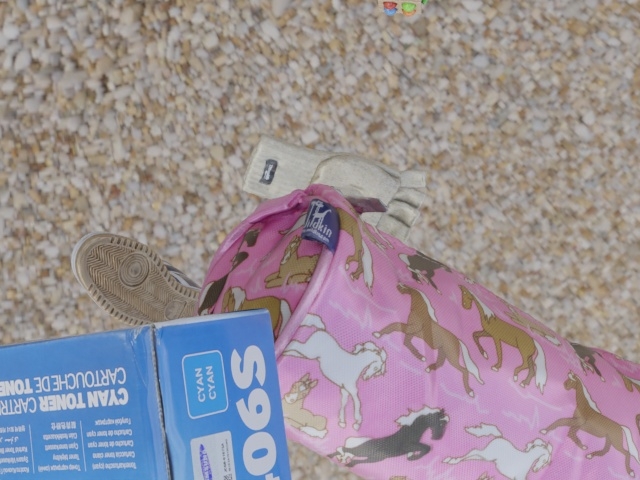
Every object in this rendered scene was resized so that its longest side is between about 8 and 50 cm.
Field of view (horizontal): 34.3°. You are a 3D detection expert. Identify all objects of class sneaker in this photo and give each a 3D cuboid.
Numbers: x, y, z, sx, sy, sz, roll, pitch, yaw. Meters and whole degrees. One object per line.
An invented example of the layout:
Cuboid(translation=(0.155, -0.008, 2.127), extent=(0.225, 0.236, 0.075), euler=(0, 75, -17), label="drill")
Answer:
Cuboid(translation=(-0.250, 0.056, 1.397), extent=(0.282, 0.153, 0.099), euler=(36, 82, -44), label="sneaker")

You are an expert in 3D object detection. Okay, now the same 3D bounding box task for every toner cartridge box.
Cuboid(translation=(-0.171, 0.133, 0.474), extent=(0.347, 0.165, 0.075), euler=(-11, 176, 33), label="toner cartridge box")

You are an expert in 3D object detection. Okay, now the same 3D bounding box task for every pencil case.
Cuboid(translation=(0.101, 0.104, 0.755), extent=(0.386, 0.160, 0.167), euler=(30, 105, -25), label="pencil case")

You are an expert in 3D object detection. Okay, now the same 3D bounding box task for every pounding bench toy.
Cuboid(translation=(0.115, -0.307, 1.265), extent=(0.083, 0.052, 0.065), euler=(6, 86, 7), label="pounding bench toy")

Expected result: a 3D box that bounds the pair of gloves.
Cuboid(translation=(0.000, 0.000, 1.176), extent=(0.204, 0.042, 0.240), euler=(13, 122, -3), label="pair of gloves")
